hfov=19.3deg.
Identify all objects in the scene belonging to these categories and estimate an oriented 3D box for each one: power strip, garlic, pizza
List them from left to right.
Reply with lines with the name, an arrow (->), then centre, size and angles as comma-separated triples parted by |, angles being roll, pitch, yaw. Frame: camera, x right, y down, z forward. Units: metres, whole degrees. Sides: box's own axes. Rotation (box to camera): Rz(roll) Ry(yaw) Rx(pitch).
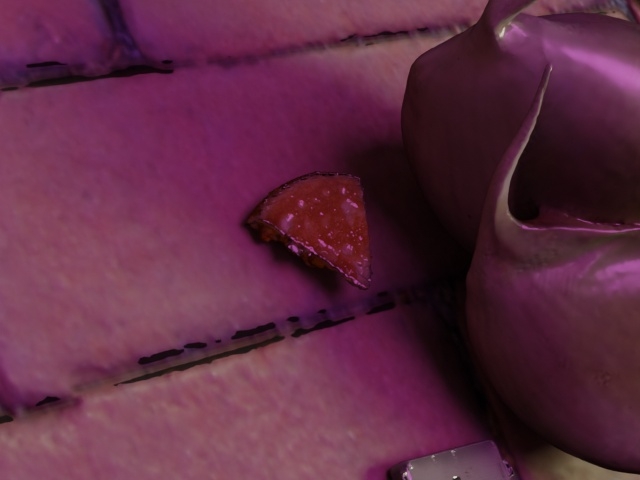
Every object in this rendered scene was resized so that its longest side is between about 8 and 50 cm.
pizza -> -0.001, 0.000, 1.077 | 0.083, 0.025, 0.078 | -20, 76, -40
power strip -> 0.076, 0.139, 1.074 | 0.090, 0.016, 0.040 | -7, 71, -45
garlic -> 0.168, 0.001, 1.086 | 0.340, 0.245, 0.231 | 32, 61, -40
